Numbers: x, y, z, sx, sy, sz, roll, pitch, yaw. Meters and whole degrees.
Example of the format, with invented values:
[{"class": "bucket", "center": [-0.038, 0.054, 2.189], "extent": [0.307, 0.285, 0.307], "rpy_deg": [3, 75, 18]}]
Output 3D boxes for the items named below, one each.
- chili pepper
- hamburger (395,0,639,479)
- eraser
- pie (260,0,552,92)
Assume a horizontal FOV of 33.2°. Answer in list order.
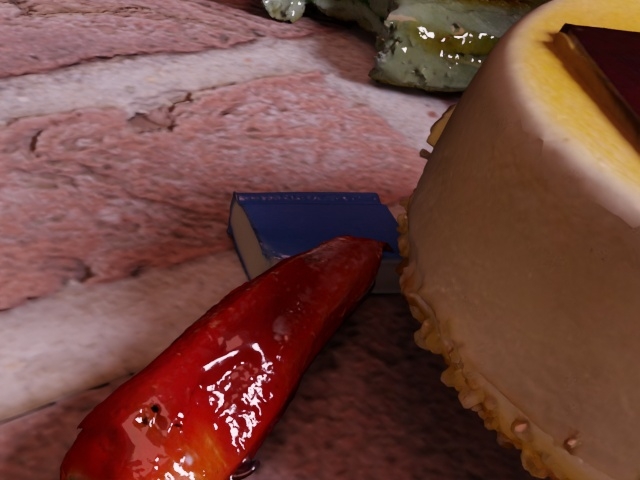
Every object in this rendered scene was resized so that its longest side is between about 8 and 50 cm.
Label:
[{"class": "chili pepper", "center": [-0.037, 0.055, 0.434], "extent": [0.059, 0.050, 0.268], "rpy_deg": [12, 36, 32]}, {"class": "hamburger", "center": [0.178, 0.015, 0.484], "extent": [0.302, 0.170, 0.302], "rpy_deg": [10, 37, -8]}, {"class": "eraser", "center": [0.000, 0.000, 0.558], "extent": [0.085, 0.027, 0.063], "rpy_deg": [-1, 38, -23]}, {"class": "pie", "center": [0.088, -0.205, 0.861], "extent": [0.303, 0.066, 0.302], "rpy_deg": [11, 34, -8]}]
